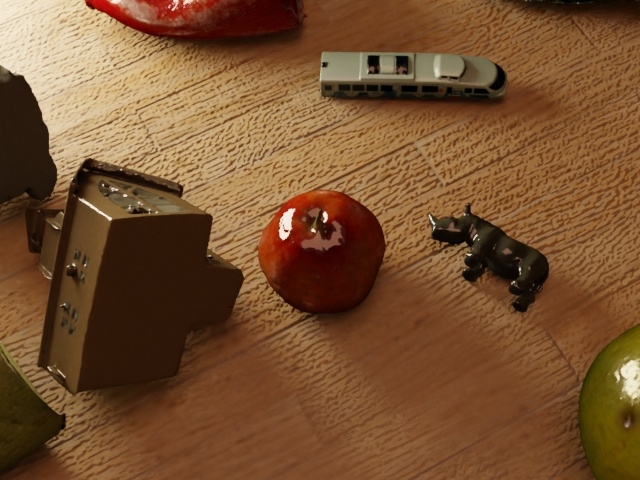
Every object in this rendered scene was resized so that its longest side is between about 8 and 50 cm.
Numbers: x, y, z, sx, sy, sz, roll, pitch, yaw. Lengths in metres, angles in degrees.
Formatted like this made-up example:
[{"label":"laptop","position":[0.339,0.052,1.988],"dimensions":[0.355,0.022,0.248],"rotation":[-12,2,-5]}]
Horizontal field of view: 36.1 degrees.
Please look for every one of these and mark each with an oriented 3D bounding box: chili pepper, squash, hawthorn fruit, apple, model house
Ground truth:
[{"label":"chili pepper","position":[-0.144,-0.286,1.120],"dimensions":[0.252,0.136,0.144],"rotation":[-15,108,4]},{"label":"squash","position":[-0.366,0.199,0.877],"dimensions":[0.287,0.137,0.137],"rotation":[-39,68,-2]},{"label":"hawthorn fruit","position":[-0.002,0.003,0.954],"dimensions":[0.125,0.140,0.125],"rotation":[-20,36,15]},{"label":"apple","position":[0.322,0.158,0.849],"dimensions":[0.196,0.157,0.197],"rotation":[2,55,-3]},{"label":"model house","position":[-0.211,0.011,0.955],"dimensions":[0.176,0.181,0.248],"rotation":[0,22,-43]}]

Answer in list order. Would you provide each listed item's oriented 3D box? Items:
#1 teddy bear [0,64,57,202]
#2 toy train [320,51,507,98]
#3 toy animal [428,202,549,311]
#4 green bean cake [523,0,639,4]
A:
[{"label":"teddy bear","position":[-0.404,-0.133,1.008],"dimensions":[0.250,0.171,0.144],"rotation":[13,39,13]},{"label":"toy train","position":[0.104,-0.182,1.085],"dimensions":[0.207,0.047,0.043],"rotation":[2,64,3]},{"label":"toy animal","position":[0.166,0.010,0.988],"dimensions":[0.135,0.047,0.065],"rotation":[31,62,17]},{"label":"green bean cake","position":[0.304,-0.391,1.143],"dimensions":[0.240,0.132,0.255],"rotation":[6,65,4]}]
